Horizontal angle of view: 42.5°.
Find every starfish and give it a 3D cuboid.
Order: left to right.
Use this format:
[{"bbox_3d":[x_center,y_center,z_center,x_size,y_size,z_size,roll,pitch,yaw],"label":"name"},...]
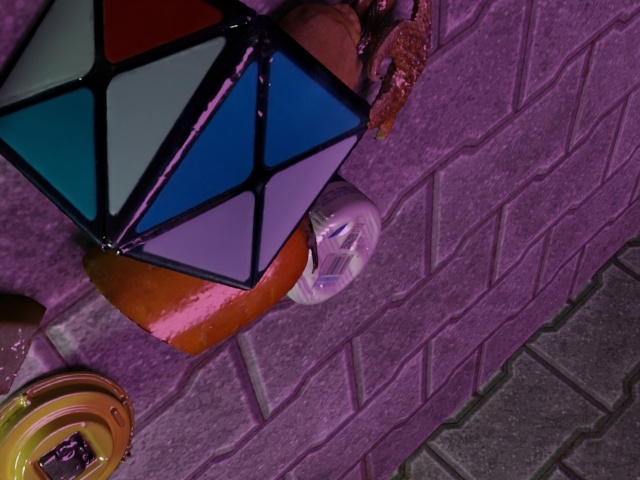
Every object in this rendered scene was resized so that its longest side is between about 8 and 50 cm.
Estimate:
[{"bbox_3d":[0.115,-0.239,1.161,0.302,0.060,0.299,63,46,-75],"label":"starfish"}]

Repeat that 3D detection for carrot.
[{"bbox_3d":[-0.120,0.011,1.064,0.331,0.193,0.214,-40,147,-18],"label":"carrot"}]

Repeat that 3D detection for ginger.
[{"bbox_3d":[-0.025,-0.186,1.020,0.138,0.152,0.267,58,41,-58],"label":"ginger"}]

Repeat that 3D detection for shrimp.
[{"bbox_3d":[0.065,-0.319,1.098,0.101,0.042,0.190,-11,129,-61],"label":"shrimp"}]

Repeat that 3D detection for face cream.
[{"bbox_3d":[0.000,0.000,1.314,0.206,0.111,0.206,-34,145,-27],"label":"face cream"}]

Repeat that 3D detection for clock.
[{"bbox_3d":[-0.359,0.293,1.143,0.237,0.057,0.237,-21,127,-31],"label":"clock"}]

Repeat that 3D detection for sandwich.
[{"bbox_3d":[-0.391,0.109,0.908,0.094,0.096,0.258,-61,152,8],"label":"sandwich"}]

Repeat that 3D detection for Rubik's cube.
[{"bbox_3d":[-0.139,-0.121,0.833,0.248,0.250,0.246,-56,151,6],"label":"Rubik's cube"}]
